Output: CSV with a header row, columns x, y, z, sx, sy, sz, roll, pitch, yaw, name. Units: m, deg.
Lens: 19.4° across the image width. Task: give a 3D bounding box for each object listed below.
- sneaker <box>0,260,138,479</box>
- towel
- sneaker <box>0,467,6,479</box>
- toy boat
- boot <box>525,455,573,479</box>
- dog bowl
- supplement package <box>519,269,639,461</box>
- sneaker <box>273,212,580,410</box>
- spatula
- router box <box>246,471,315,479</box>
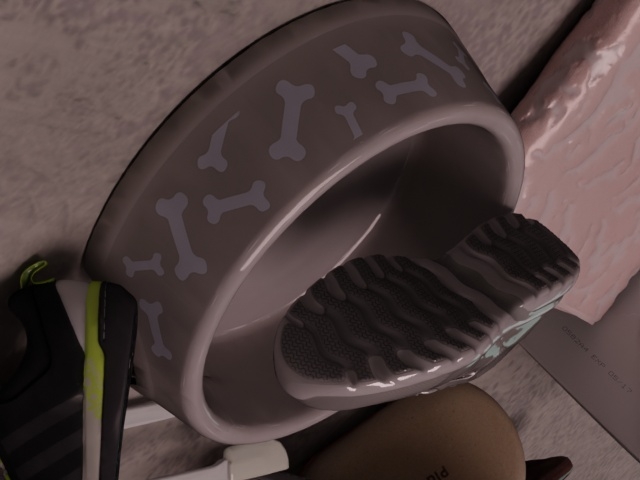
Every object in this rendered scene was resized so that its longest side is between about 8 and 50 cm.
x,y,z,sx,sy,sz,roll,pitch,yaw,name
-0.175,0.132,1.188,0.084,0.097,0.235,123,-26,-83,sneaker
0.257,-0.095,1.567,0.332,0.053,0.317,-53,149,7,towel
-0.219,0.200,1.274,0.252,0.111,0.103,-54,152,16,sneaker
0.074,0.228,1.724,0.231,0.151,0.151,-32,180,-22,toy boat
0.183,0.264,1.875,0.207,0.090,0.248,-31,-177,-35,boot
0.000,0.000,1.313,0.349,0.102,0.349,-33,151,-21,dog bowl
0.337,0.106,1.814,0.198,0.199,0.262,-46,152,2,supplement package
0.072,0.073,1.286,0.281,0.105,0.115,-16,141,-44,sneaker
-0.105,0.187,1.420,0.242,0.019,0.168,-9,101,-45,spatula
0.053,0.373,1.563,0.082,0.335,0.301,-166,-88,-84,router box
